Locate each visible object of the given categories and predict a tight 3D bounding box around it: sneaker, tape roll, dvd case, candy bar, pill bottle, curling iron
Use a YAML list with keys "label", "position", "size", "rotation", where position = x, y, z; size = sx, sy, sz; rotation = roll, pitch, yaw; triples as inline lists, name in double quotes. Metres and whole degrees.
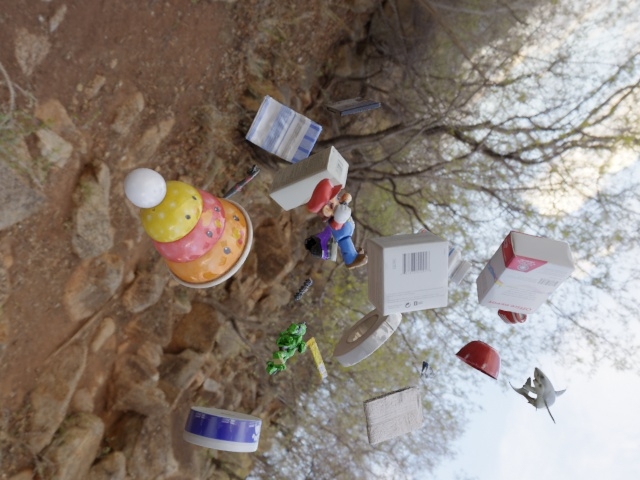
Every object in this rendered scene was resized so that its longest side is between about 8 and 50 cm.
- label: "sneaker"
  position: [0.000, -0.001, 2.277]
  size: [0.293, 0.146, 0.102]
  rotation: [-91, -176, -69]
- label: "sneaker"
  position: [0.789, 0.251, 2.137]
  size: [0.128, 0.087, 0.221]
  rotation: [139, -48, -60]
- label: "tape roll"
  position: [0.227, 0.457, 2.456]
  size: [0.392, 0.072, 0.392]
  rotation: [-41, -178, 2]
- label: "dvd case"
  position: [0.131, -0.593, 2.216]
  size: [0.180, 0.022, 0.253]
  rotation: [-16, -155, -11]
- label: "candy bar"
  position: [-0.011, 0.424, 1.792]
  size: [0.018, 0.161, 0.040]
  rotation: [-7, -163, 43]
- label: "pill bottle"
  position: [0.427, 0.062, 1.816]
  size: [0.124, 0.221, 0.124]
  rotation: [-50, 165, -19]
- label: "sneaker"
  position: [0.468, 0.563, 2.177]
  size: [0.135, 0.058, 0.052]
  rotation: [78, 21, -54]
- label: "curling iron"
  position: [-0.328, -0.228, 2.055]
  size: [0.274, 0.035, 0.068]
  rotation: [-35, -160, 42]

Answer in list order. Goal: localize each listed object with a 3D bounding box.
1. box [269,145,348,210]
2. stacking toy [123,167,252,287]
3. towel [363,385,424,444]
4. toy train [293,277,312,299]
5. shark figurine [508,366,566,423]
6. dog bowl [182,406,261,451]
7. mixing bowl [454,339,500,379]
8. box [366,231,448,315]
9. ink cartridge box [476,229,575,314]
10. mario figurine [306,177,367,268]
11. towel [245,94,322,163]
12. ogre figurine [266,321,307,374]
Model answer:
- label: "box"
  position: [-0.051, -0.252, 2.079]
  size: [0.311, 0.121, 0.148]
  rotation: [-18, -136, 34]
- label: "stacking toy"
  position: [-0.467, -0.072, 1.634]
  size: [0.350, 0.350, 0.480]
  rotation: [-50, 150, -6]
- label: "towel"
  position: [0.312, 0.732, 2.116]
  size: [0.282, 0.187, 0.049]
  rotation: [-9, -178, -27]
- label: "toy train"
  position: [-0.076, 0.222, 2.278]
  size: [0.158, 0.036, 0.027]
  rotation: [-55, -134, 40]
- label: "shark figurine"
  position: [0.719, 0.490, 1.604]
  size: [0.116, 0.166, 0.278]
  rotation: [-24, 157, -4]
- label: "dog bowl"
  position: [-0.346, 0.668, 1.785]
  size: [0.265, 0.265, 0.104]
  rotation: [149, -46, -67]
- label: "mixing bowl"
  position: [0.620, 0.447, 1.929]
  size: [0.098, 0.181, 0.181]
  rotation: [-58, -171, -7]
- label: "box"
  position: [0.224, 0.082, 1.307]
  size: [0.181, 0.182, 0.119]
  rotation: [-6, -165, -12]
- label: "ink cartridge box"
  position: [0.733, 0.123, 1.831]
  size: [0.306, 0.226, 0.131]
  rotation: [107, -7, -50]
- label: "mario figurine"
  position: [0.086, -0.071, 1.722]
  size: [0.170, 0.320, 0.198]
  rotation: [-39, -157, -32]
- label: "towel"
  position: [-0.158, -0.468, 2.167]
  size: [0.209, 0.285, 0.034]
  rotation: [-62, -170, 6]
- label: "ogre figurine"
  position: [-0.101, 0.329, 1.600]
  size: [0.118, 0.097, 0.197]
  rotation: [-27, 128, -61]
